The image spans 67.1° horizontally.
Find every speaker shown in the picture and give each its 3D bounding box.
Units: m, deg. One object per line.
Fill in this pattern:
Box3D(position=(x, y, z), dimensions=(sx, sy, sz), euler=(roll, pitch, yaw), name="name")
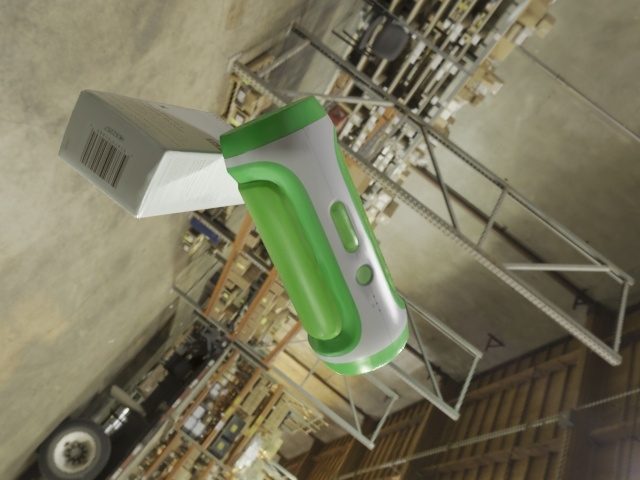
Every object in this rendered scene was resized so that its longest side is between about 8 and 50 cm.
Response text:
Box3D(position=(0.000, 0.000, 0.543), dimensions=(0.131, 0.297, 0.131), euler=(-21, -163, 7), name="speaker")

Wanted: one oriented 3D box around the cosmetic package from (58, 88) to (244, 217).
Box3D(position=(-0.163, -0.099, 0.565), dimensions=(0.085, 0.117, 0.231), euler=(-57, 169, 19), name="cosmetic package")
